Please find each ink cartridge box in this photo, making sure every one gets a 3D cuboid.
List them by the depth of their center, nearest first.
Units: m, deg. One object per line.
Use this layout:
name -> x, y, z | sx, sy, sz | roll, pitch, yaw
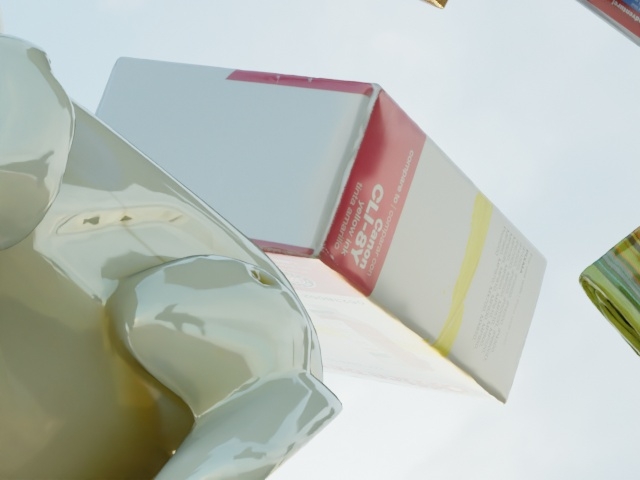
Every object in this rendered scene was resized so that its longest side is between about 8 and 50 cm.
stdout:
ink cartridge box -> 0.000, 0.000, 1.546 | 0.279, 0.160, 0.384 | 8, -18, 33

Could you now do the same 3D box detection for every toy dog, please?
toy dog -> -0.183, -0.018, 0.887 | 0.408, 0.395, 0.284 | 50, -54, 1

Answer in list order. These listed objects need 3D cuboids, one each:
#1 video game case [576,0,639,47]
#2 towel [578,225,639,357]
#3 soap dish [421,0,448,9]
video game case -> 0.354, -0.290, 1.495 | 0.025, 0.204, 0.285 | 3, -58, -46
towel -> 0.246, -0.008, 0.896 | 0.237, 0.102, 0.021 | -37, -10, -24
soap dish -> 0.026, -0.319, 1.063 | 0.229, 0.118, 0.291 | 27, -74, 15
